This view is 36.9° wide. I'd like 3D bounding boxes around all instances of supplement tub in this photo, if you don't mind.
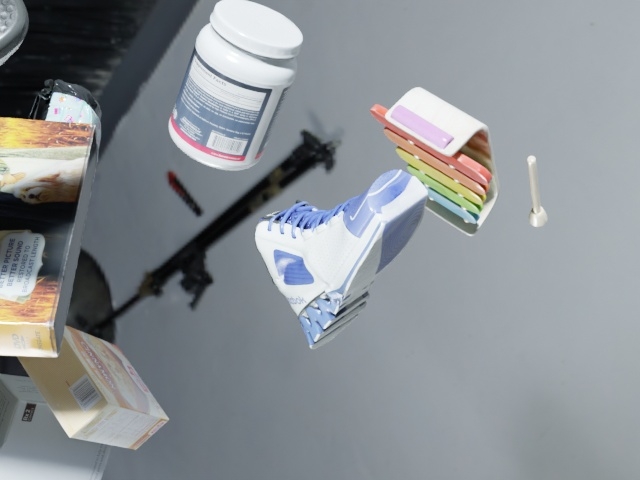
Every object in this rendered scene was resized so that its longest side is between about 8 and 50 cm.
[{"bbox_3d":[-0.157,-0.285,1.777,0.191,0.191,0.272,47,128,30],"label":"supplement tub"}]

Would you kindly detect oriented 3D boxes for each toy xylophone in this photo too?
[{"bbox_3d":[0.208,-0.103,1.400,0.236,0.323,0.081,33,81,32],"label":"toy xylophone"}]

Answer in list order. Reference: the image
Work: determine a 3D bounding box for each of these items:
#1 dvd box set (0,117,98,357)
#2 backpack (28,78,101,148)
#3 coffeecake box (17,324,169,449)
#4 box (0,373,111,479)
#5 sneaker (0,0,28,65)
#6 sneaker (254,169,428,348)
[{"bbox_3d":[-0.470,-0.022,1.027,0.062,0.420,0.308,99,173,-47],"label":"dvd box set"},{"bbox_3d":[-0.457,-0.178,1.722,0.115,0.152,0.182,9,71,6],"label":"backpack"},{"bbox_3d":[-0.298,0.194,1.268,0.068,0.185,0.142,-41,68,0],"label":"coffeecake box"},{"bbox_3d":[-0.441,0.322,1.524,0.119,0.182,0.181,26,99,52],"label":"box"},{"bbox_3d":[-0.354,-0.124,0.844,0.270,0.145,0.090,-27,70,3],"label":"sneaker"},{"bbox_3d":[0.000,0.001,1.307,0.182,0.127,0.315,46,139,14],"label":"sneaker"}]
